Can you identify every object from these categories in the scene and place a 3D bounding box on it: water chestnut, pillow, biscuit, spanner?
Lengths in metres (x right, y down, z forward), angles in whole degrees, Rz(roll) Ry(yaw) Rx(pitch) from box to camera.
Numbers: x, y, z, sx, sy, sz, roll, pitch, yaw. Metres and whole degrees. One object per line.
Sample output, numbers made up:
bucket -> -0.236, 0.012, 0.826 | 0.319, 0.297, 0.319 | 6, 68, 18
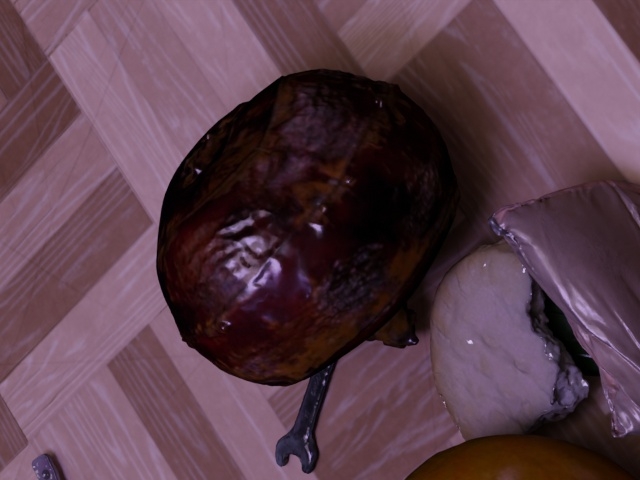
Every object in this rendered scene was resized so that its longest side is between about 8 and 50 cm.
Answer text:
water chestnut -> 0.000, 0.000, 1.999 | 0.302, 0.350, 0.350 | 43, 123, -18
pillow -> 0.290, 0.064, 1.863 | 0.270, 0.173, 0.067 | 62, 152, 15
biscuit -> 0.181, 0.116, 1.965 | 0.188, 0.040, 0.265 | 29, 131, 34
spanner -> 0.004, 0.139, 2.153 | 0.054, 0.015, 0.254 | 28, 109, 32

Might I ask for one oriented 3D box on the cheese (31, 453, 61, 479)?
cheese -> -0.295, 0.342, 2.364 | 0.097, 0.037, 0.192 | -35, 75, 31

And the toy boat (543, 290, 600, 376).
toy boat -> 0.237, 0.077, 1.963 | 0.210, 0.052, 0.104 | 12, 105, 32

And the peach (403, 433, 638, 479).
peach -> 0.189, 0.335, 1.888 | 0.332, 0.308, 0.307 | -16, 85, 18
